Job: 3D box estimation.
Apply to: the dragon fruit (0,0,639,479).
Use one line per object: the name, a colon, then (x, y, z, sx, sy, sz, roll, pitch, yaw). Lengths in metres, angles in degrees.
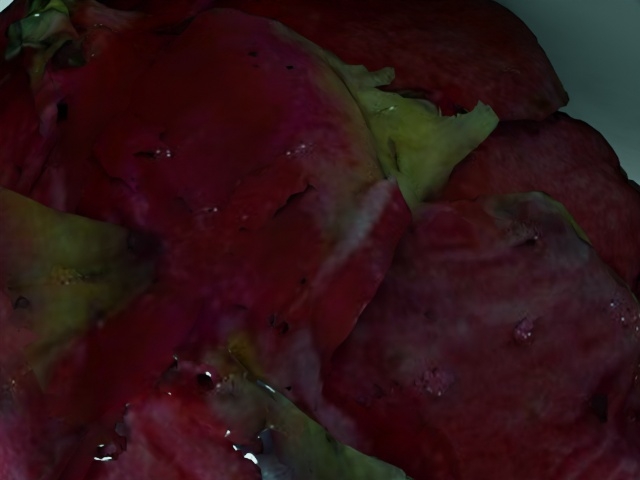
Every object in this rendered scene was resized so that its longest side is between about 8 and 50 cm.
dragon fruit: (-0.030, 0.048, 0.517, 0.329, 0.329, 0.329, 21, 171, 3)
